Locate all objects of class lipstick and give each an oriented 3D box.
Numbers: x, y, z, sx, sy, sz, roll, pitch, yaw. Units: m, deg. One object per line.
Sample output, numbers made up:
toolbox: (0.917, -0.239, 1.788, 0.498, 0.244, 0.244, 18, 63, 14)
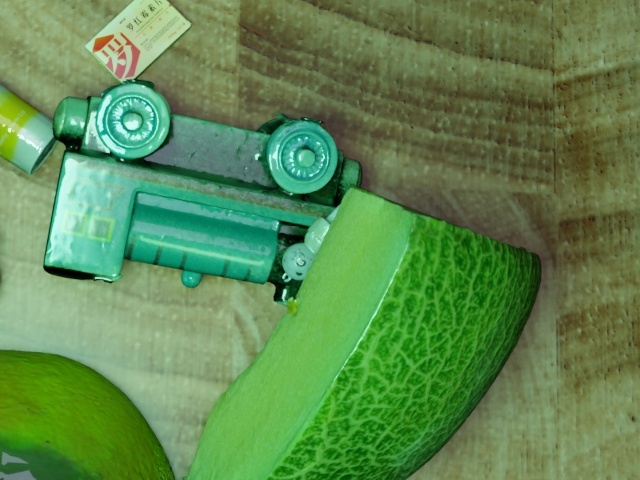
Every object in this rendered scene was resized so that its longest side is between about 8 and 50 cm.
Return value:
lipstick: (-0.368, -0.159, 1.279, 0.264, 0.059, 0.059, 35, 78, -3)

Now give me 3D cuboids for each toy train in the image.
toy train: (-0.113, -0.041, 1.283, 0.298, 0.120, 0.194, 11, 93, -13)

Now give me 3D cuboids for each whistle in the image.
whistle: (0.000, 0.000, 1.246, 0.035, 0.035, 0.100, 43, 91, -2)

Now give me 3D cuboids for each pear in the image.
pear: (-0.274, 0.272, 1.134, 0.398, 0.165, 0.399, 4, 80, -24)

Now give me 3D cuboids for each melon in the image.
melon: (0.033, 0.125, 1.225, 0.226, 0.331, 0.344, 26, 97, 15)

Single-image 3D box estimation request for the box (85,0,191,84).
box: (-0.181, -0.202, 1.340, 0.058, 0.015, 0.093, 44, 77, 0)
